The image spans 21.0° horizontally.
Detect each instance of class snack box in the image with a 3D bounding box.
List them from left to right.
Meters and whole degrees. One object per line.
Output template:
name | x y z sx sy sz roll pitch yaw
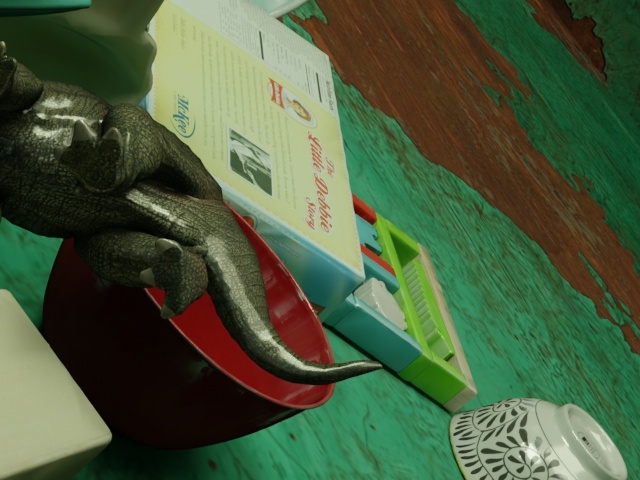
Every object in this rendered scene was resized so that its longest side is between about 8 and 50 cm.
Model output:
snack box | -0.068 -0.091 1.258 0.187 0.060 0.322 33 25 -24

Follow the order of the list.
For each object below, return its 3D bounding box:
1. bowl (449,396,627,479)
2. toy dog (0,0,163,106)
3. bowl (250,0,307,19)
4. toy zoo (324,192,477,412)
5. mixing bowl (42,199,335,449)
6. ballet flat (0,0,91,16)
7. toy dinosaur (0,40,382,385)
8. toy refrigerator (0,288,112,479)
bowl | 0.186 0.180 1.348 0.170 0.080 0.170 41 21 -19
toy dog | -0.251 -0.311 1.074 0.395 0.284 0.408 4 43 -38
bowl | -0.113 -0.337 1.427 0.311 0.311 0.163 38 2 -28
toy zoo | 0.000 0.000 1.360 0.293 0.030 0.192 37 22 -31
mixing bowl | -0.088 0.049 0.965 0.181 0.098 0.181 43 20 -20
ballet flat | -0.251 -0.152 0.801 0.342 0.116 0.124 -14 100 -39
toy dinosaur | -0.110 -0.029 0.802 0.313 0.121 0.160 15 10 0
toy refrigerator | -0.199 0.088 0.640 0.094 0.102 0.269 52 20 10
